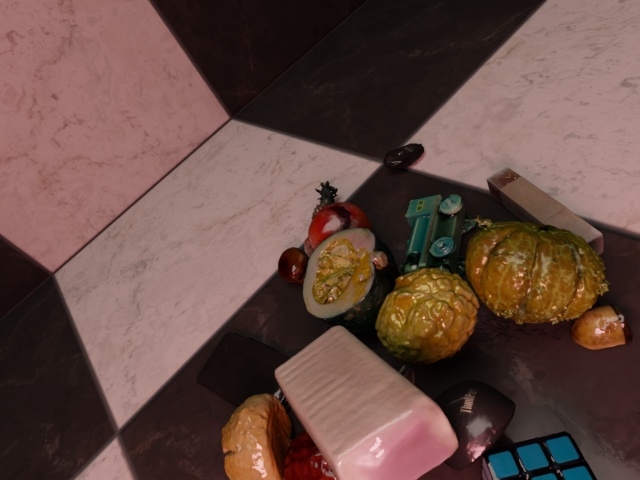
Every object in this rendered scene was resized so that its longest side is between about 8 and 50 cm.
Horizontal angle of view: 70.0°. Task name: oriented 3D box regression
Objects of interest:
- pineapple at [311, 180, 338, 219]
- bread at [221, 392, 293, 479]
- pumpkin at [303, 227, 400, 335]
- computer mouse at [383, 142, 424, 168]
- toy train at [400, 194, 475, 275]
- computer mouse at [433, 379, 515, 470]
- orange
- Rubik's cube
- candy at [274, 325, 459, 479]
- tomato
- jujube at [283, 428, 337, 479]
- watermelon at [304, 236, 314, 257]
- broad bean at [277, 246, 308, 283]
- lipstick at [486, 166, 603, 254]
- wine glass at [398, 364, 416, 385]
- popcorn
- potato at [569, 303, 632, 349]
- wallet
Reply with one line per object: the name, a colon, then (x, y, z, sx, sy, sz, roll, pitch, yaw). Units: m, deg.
pineapple: (0.014, -0.120, 1.682, 0.083, 0.103, 0.221, -14, 44, 24)
bread: (-0.146, 0.491, 1.081, 0.134, 0.244, 0.244, -20, 41, 6)
pumpkin: (0.110, 0.128, 1.275, 0.263, 0.197, 0.293, -23, 42, 36)
computer mouse: (0.313, -0.308, 1.707, 0.172, 0.057, 0.099, -28, 36, -11)
toy train: (0.334, -0.007, 1.343, 0.194, 0.120, 0.298, -10, 45, 37)
computer mouse: (0.270, 0.351, 0.908, 0.170, 0.269, 0.100, -39, 76, -13)
orange: (0.484, 0.073, 1.057, 0.301, 0.223, 0.300, 0, 23, -17)
Rubik's cube: (0.383, 0.453, 0.785, 0.162, 0.163, 0.160, -14, 41, 2)
candy: (0.066, 0.318, 0.879, 0.208, 0.145, 0.359, -31, 21, -14)
tomato: (0.063, -0.024, 1.468, 0.208, 0.184, 0.208, -3, 73, 10)
jujube: (0.060, 0.480, 0.976, 0.290, 0.197, 0.197, -16, 43, 20)
watermelon: (0.005, 0.005, 1.580, 0.081, 0.094, 0.180, 3, 37, 41)
broad bean: (-0.094, 0.084, 1.565, 0.114, 0.084, 0.165, -45, 34, -9)
lipstick: (0.601, -0.078, 1.254, 0.080, 0.076, 0.371, -30, 39, 2)
wine glass: (0.109, 0.333, 1.130, 0.232, 0.156, 0.156, 9, 55, 37)
popcorn: (0.254, 0.196, 1.095, 0.237, 0.251, 0.206, -36, 52, -22)
potato: (0.600, 0.188, 0.996, 0.103, 0.066, 0.096, -27, 36, 13)
wallet: (-0.215, 0.394, 1.360, 0.377, 0.051, 0.197, 10, 59, 42)
